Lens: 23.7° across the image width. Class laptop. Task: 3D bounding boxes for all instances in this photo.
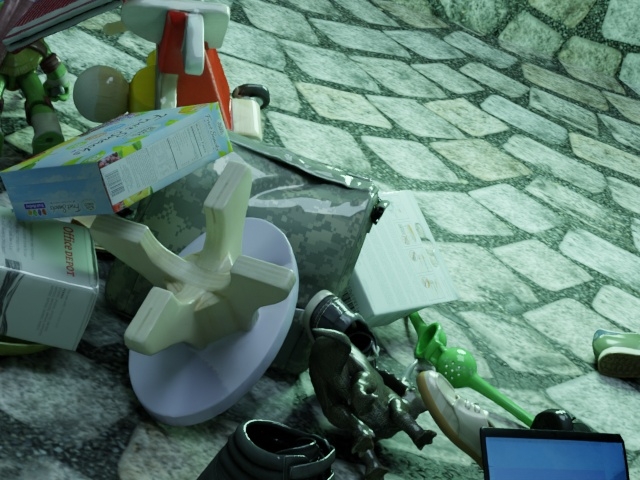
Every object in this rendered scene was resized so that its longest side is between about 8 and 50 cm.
[{"bbox_3d":[0.327,0.336,1.751,0.234,0.137,0.264,7,16,-32],"label":"laptop"}]

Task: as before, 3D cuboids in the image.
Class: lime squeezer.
[{"bbox_3d":[0.185,0.156,2.123,0.110,0.059,0.310,1,30,-41],"label":"lime squeezer"}]

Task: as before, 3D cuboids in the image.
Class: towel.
[{"bbox_3d":[-0.293,-0.386,2.171,0.037,0.237,0.329,57,37,-24],"label":"towel"}]

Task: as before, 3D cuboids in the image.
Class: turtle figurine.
[{"bbox_3d":[-0.469,-0.210,2.263,0.198,0.274,0.266,32,33,-43],"label":"turtle figurine"}]

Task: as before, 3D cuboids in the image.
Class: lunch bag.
[{"bbox_3d":[-0.093,-0.005,1.961,0.305,0.256,0.212,22,23,-3],"label":"lunch bag"}]

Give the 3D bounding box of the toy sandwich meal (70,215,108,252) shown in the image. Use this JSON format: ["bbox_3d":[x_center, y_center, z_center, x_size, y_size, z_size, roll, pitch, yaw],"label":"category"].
[{"bbox_3d":[-0.298,-0.011,2.062,0.085,0.029,0.085,11,20,-4],"label":"toy sandwich meal"}]

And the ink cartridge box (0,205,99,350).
[{"bbox_3d":[-0.372,0.030,1.742,0.217,0.092,0.158,13,24,-18],"label":"ink cartridge box"}]

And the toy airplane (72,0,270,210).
[{"bbox_3d":[-0.235,-0.232,2.213,0.272,0.384,0.386,-6,17,8],"label":"toy airplane"}]

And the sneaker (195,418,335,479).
[{"bbox_3d":[0.000,0.292,1.541,0.295,0.147,0.104,31,23,16],"label":"sneaker"}]

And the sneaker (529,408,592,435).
[{"bbox_3d":[0.309,0.247,1.944,0.089,0.170,0.051,-16,66,-21],"label":"sneaker"}]

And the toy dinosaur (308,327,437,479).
[{"bbox_3d":[0.040,0.181,1.802,0.313,0.121,0.160,37,11,-44],"label":"toy dinosaur"}]

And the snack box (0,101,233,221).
[{"bbox_3d":[-0.234,-0.092,1.767,0.174,0.070,0.207,-2,22,42],"label":"snack box"}]

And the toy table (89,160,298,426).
[{"bbox_3d":[-0.133,0.056,1.733,0.252,0.161,0.274,6,58,16],"label":"toy table"}]

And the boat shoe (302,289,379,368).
[{"bbox_3d":[0.037,0.137,1.908,0.065,0.075,0.206,30,-18,32],"label":"boat shoe"}]

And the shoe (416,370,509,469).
[{"bbox_3d":[0.197,0.235,1.838,0.219,0.058,0.076,51,13,-9],"label":"shoe"}]

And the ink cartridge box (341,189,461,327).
[{"bbox_3d":[0.085,0.024,2.161,0.232,0.066,0.189,-3,66,-58],"label":"ink cartridge box"}]

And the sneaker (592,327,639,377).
[{"bbox_3d":[0.506,0.177,2.358,0.192,0.064,0.086,12,30,-17],"label":"sneaker"}]

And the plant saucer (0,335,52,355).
[{"bbox_3d":[-0.398,0.069,1.799,0.241,0.037,0.241,19,23,-8],"label":"plant saucer"}]
